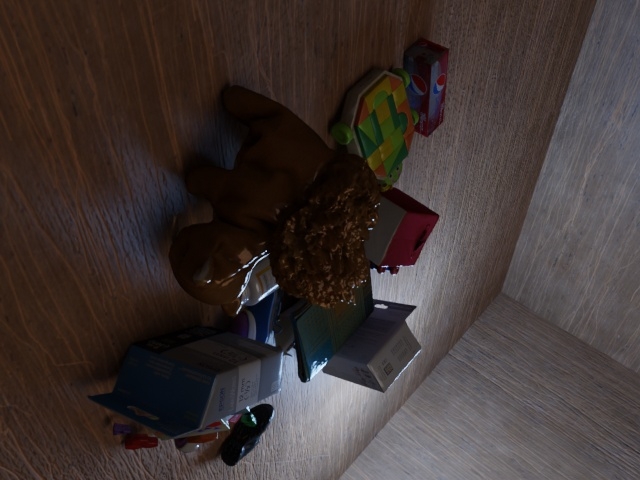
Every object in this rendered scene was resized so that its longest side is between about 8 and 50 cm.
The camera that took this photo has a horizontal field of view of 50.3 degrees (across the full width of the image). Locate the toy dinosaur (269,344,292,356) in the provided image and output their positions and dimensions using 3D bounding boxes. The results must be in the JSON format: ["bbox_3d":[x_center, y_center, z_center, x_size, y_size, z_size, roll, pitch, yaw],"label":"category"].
[{"bbox_3d":[-0.141,0.329,1.895,0.183,0.053,0.092,-36,144,-52],"label":"toy dinosaur"}]

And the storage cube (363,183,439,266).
[{"bbox_3d":[0.192,-0.045,1.992,0.193,0.215,0.183,2,118,-53],"label":"storage cube"}]

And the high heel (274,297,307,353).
[{"bbox_3d":[-0.038,0.220,2.007,0.186,0.093,0.261,3,108,-54],"label":"high heel"}]

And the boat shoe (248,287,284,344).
[{"bbox_3d":[-0.139,0.204,1.810,0.089,0.109,0.258,-17,136,-58],"label":"boat shoe"}]

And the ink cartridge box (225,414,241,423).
[{"bbox_3d":[-0.237,0.417,1.914,0.175,0.072,0.127,-54,153,-5],"label":"ink cartridge box"}]

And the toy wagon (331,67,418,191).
[{"bbox_3d":[0.161,-0.266,1.761,0.267,0.068,0.344,-46,135,-26],"label":"toy wagon"}]

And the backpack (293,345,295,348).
[{"bbox_3d":[-0.004,0.282,2.122,0.151,0.115,0.182,-63,156,7],"label":"backpack"}]

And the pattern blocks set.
[{"bbox_3d":[-0.314,0.424,1.583,0.325,0.026,0.285,-5,149,-5],"label":"pattern blocks set"}]

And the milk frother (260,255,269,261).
[{"bbox_3d":[-0.121,-0.025,1.534,0.129,0.143,0.134,-52,153,-28],"label":"milk frother"}]

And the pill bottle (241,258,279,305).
[{"bbox_3d":[-0.149,0.077,1.632,0.215,0.117,0.117,-33,146,-39],"label":"pill bottle"}]

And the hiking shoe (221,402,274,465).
[{"bbox_3d":[-0.225,0.606,2.164,0.227,0.086,0.114,-50,168,-1],"label":"hiking shoe"}]

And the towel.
[{"bbox_3d":[0.042,0.215,2.011,0.370,0.040,0.271,-42,139,-39],"label":"towel"}]

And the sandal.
[{"bbox_3d":[-0.283,0.359,1.716,0.102,0.169,0.416,21,102,-31],"label":"sandal"}]

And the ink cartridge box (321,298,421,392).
[{"bbox_3d":[0.160,0.328,2.223,0.272,0.310,0.130,-43,116,-26],"label":"ink cartridge box"}]

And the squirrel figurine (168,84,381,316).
[{"bbox_3d":[-0.093,-0.024,1.295,0.370,0.397,0.281,-58,161,-19],"label":"squirrel figurine"}]

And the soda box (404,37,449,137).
[{"bbox_3d":[0.285,-0.412,1.862,0.083,0.092,0.263,-46,152,-24],"label":"soda box"}]

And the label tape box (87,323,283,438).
[{"bbox_3d":[-0.279,0.288,1.470,0.348,0.249,0.115,-6,105,-58],"label":"label tape box"}]

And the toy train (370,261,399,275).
[{"bbox_3d":[0.170,0.027,2.175,0.248,0.105,0.143,10,95,-55],"label":"toy train"}]
